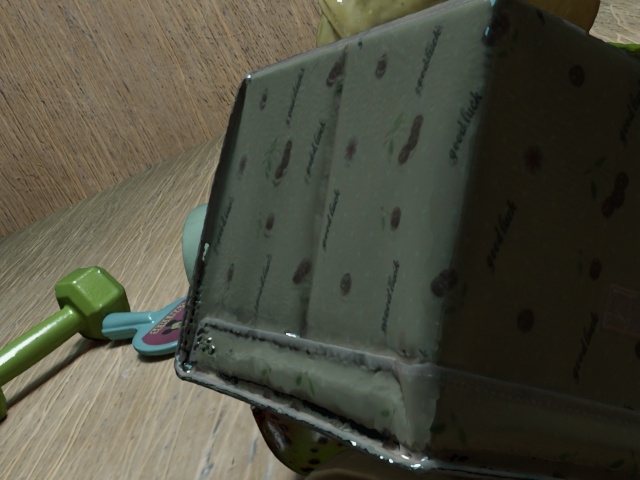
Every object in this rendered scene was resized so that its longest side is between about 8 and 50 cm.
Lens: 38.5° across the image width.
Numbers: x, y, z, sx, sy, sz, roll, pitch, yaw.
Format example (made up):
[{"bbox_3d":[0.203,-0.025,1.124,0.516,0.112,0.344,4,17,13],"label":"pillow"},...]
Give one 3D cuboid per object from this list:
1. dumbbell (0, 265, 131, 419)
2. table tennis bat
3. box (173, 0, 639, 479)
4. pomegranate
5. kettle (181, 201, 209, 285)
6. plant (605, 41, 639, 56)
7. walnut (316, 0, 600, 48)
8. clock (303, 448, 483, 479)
[{"bbox_3d":[-0.413,0.153,1.309,0.108,0.121,0.302,25,47,34],"label":"dumbbell"},{"bbox_3d":[-0.212,0.113,1.256,0.244,0.040,0.153,-7,24,38],"label":"table tennis bat"},{"bbox_3d":[0.114,0.024,0.488,0.225,0.297,0.190,1,75,58],"label":"box"},{"bbox_3d":[0.015,0.114,0.743,0.159,0.129,0.129,-37,19,-33],"label":"pomegranate"},{"bbox_3d":[0.000,0.000,1.081,0.255,0.165,0.240,-19,-10,22],"label":"kettle"},{"bbox_3d":[0.341,-0.156,0.897,0.333,0.180,0.251,-18,8,-9],"label":"plant"},{"bbox_3d":[0.172,-0.296,1.145,0.381,0.381,0.381,-25,17,8],"label":"walnut"},{"bbox_3d":[-0.038,0.241,0.386,0.326,0.184,0.342,-21,22,5],"label":"clock"}]
